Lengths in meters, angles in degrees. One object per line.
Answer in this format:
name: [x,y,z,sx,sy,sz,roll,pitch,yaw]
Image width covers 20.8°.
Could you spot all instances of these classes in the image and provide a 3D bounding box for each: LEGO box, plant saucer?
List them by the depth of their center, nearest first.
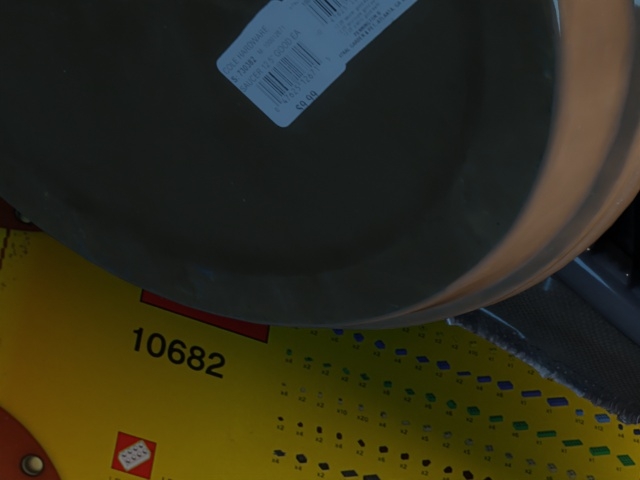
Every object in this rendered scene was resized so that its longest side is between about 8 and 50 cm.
plant saucer: [-0.037,-0.080,0.471,0.278,0.041,0.278,18,134,20]
LEGO box: [0.017,0.186,0.830,0.500,0.193,0.372,20,145,-18]

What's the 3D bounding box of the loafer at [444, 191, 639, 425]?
loafer: [0.020,-0.043,0.640,0.366,0.133,0.130,36,133,-22]
